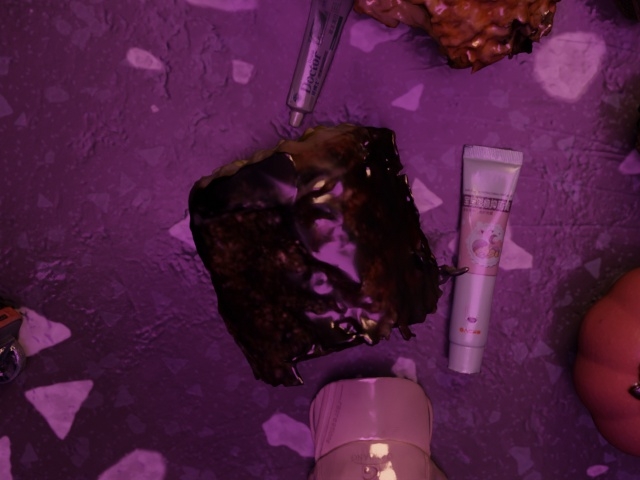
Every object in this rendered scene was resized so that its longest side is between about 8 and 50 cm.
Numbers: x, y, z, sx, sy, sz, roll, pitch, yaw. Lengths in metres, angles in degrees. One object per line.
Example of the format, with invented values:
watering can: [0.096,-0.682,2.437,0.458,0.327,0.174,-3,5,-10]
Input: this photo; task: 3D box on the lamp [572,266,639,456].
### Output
lamp: [0.507,0.178,1.285,0.306,0.239,0.305,0,101,2]

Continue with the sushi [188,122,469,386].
sushi: [0.000,0.002,1.250,0.281,0.299,0.294,-17,100,44]

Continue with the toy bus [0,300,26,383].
toy bus: [-0.626,0.254,1.359,0.233,0.203,0.426,32,102,1]

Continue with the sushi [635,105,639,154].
sushi: [0.577,-0.088,1.260,0.171,0.211,0.350,-44,90,13]

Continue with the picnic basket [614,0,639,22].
picnic basket: [0.432,-0.437,1.233,0.165,0.139,0.266,-34,96,7]

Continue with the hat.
hat: [0.085,0.322,1.379,0.220,0.164,0.225,-3,121,1]

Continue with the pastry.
pastry: [0.152,-0.421,1.178,0.405,0.292,0.337,32,90,8]

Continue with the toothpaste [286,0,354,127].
toothpaste: [-0.007,-0.267,1.329,0.064,0.041,0.218,16,97,-12]

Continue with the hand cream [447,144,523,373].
hand cream: [0.232,0.029,1.368,0.085,0.058,0.331,9,95,17]
